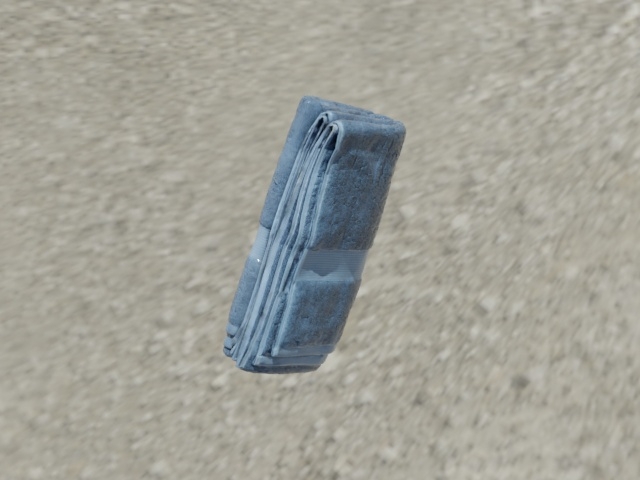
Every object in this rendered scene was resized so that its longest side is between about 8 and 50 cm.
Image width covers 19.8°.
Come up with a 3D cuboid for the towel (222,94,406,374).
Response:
[{"bbox_3d":[0.000,0.000,0.790,0.029,0.067,0.119,24,102,35],"label":"towel"}]
